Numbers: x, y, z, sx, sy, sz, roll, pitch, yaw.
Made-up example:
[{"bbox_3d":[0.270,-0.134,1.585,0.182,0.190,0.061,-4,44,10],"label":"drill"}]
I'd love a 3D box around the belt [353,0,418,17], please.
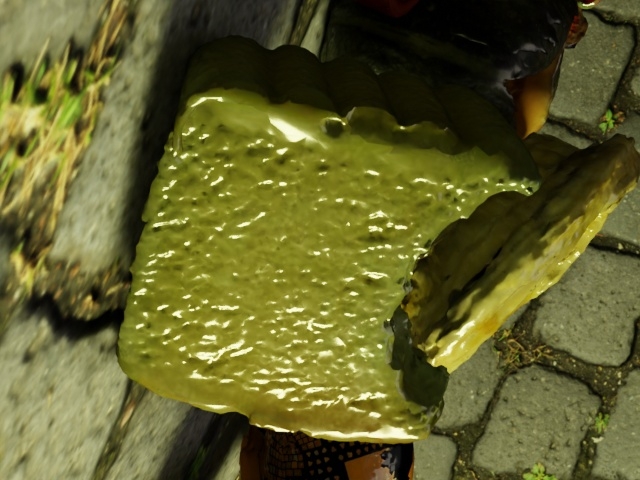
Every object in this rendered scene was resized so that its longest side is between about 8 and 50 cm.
[{"bbox_3d":[0.063,-0.307,0.708,0.324,0.115,0.227,-66,171,6],"label":"belt"}]

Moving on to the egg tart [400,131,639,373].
[{"bbox_3d":[0.141,0.012,0.913,0.279,0.095,0.279,-43,169,-10],"label":"egg tart"}]

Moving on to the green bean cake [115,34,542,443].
[{"bbox_3d":[0.000,0.000,0.740,0.124,0.233,0.236,-96,-158,-61],"label":"green bean cake"}]

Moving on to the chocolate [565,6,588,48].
[{"bbox_3d":[0.397,-0.401,1.978,0.124,0.127,0.133,-15,116,-58],"label":"chocolate"}]

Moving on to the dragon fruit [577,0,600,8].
[{"bbox_3d":[0.350,-0.443,1.570,0.198,0.218,0.273,-12,-136,46],"label":"dragon fruit"}]

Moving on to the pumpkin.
[{"bbox_3d":[0.109,-0.144,1.020,0.320,0.192,0.320,-58,164,-27],"label":"pumpkin"}]

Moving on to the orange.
[{"bbox_3d":[0.006,0.239,1.272,0.234,0.182,0.234,-163,-90,-72],"label":"orange"}]
